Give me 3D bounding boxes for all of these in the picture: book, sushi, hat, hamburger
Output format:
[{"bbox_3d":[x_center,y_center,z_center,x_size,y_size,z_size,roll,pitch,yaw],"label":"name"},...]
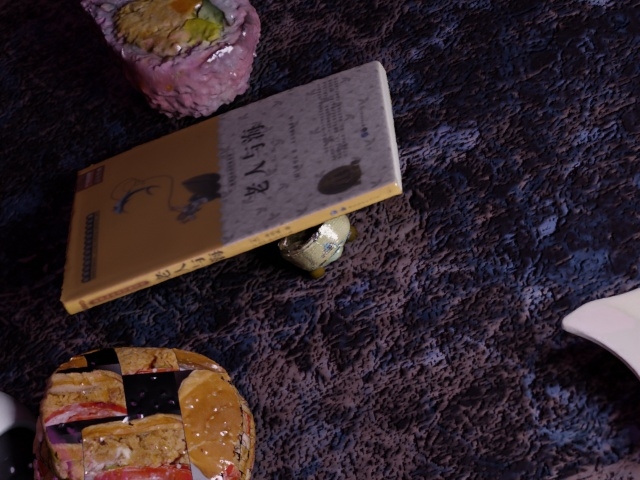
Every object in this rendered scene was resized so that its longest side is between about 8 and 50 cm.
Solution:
[{"bbox_3d":[-0.100,-0.064,1.872,0.389,0.032,0.269,-20,34,10],"label":"book"},{"bbox_3d":[-0.185,-0.224,2.013,0.241,0.107,0.161,-1,55,17],"label":"sushi"},{"bbox_3d":[0.000,0.000,1.807,0.077,0.059,0.076,-54,18,-28],"label":"hat"},{"bbox_3d":[-0.176,0.206,1.682,0.231,0.107,0.231,4,49,-4],"label":"hamburger"}]

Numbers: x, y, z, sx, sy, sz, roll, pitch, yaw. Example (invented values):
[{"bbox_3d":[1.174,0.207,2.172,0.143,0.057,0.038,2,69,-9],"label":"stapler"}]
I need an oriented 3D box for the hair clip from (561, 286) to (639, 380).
[{"bbox_3d":[0.389,0.065,1.561,0.282,0.113,0.172,-39,50,2],"label":"hair clip"}]

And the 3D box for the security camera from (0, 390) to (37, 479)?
[{"bbox_3d":[-0.383,0.253,1.721,0.236,0.194,0.194,-44,51,-12],"label":"security camera"}]
